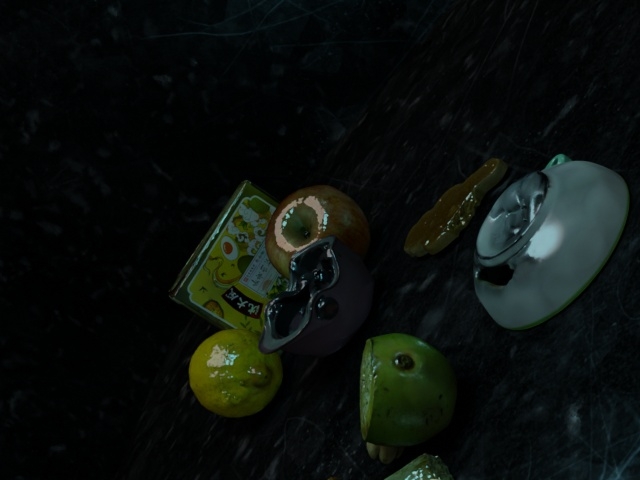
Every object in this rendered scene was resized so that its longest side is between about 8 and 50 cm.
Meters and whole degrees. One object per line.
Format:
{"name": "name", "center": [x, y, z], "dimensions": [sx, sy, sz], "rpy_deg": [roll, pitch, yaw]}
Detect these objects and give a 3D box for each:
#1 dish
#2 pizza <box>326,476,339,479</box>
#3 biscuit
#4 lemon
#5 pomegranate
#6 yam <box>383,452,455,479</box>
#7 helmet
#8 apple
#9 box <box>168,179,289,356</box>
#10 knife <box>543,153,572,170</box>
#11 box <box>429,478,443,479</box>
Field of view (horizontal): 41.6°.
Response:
{"name": "dish", "center": [0.355, -0.017, 1.424], "dimensions": [0.324, 0.124, 0.324], "rpy_deg": [-51, 14, 18]}
{"name": "pizza", "center": [0.029, 0.489, 1.498], "dimensions": [0.127, 0.058, 0.246], "rpy_deg": [-54, 16, 4]}
{"name": "biscuit", "center": [0.303, -0.066, 1.891], "dimensions": [0.319, 0.047, 0.183], "rpy_deg": [-50, 17, 23]}
{"name": "lemon", "center": [-0.230, 0.363, 2.301], "dimensions": [0.320, 0.245, 0.245], "rpy_deg": [-8, 49, 60]}
{"name": "pomegranate", "center": [0.146, 0.280, 1.420], "dimensions": [0.190, 0.159, 0.240], "rpy_deg": [-131, 47, -84]}
{"name": "yam", "center": [0.096, 0.440, 1.305], "dimensions": [0.259, 0.106, 0.106], "rpy_deg": [-54, 13, 12]}
{"name": "helmet", "center": [0.006, 0.163, 2.052], "dimensions": [0.271, 0.197, 0.338], "rpy_deg": [-18, 45, 57]}
{"name": "apple", "center": [0.000, 0.000, 2.339], "dimensions": [0.301, 0.302, 0.301], "rpy_deg": [-51, 14, 18]}
{"name": "box", "center": [-0.183, 0.089, 2.499], "dimensions": [0.420, 0.373, 0.138], "rpy_deg": [-58, 15, -9]}
{"name": "knife", "center": [0.393, -0.063, 1.620], "dimensions": [0.260, 0.035, 0.063], "rpy_deg": [-54, 18, 35]}
{"name": "box", "center": [0.191, 0.378, 1.216], "dimensions": [0.093, 0.015, 0.058], "rpy_deg": [-7, 46, 40]}
